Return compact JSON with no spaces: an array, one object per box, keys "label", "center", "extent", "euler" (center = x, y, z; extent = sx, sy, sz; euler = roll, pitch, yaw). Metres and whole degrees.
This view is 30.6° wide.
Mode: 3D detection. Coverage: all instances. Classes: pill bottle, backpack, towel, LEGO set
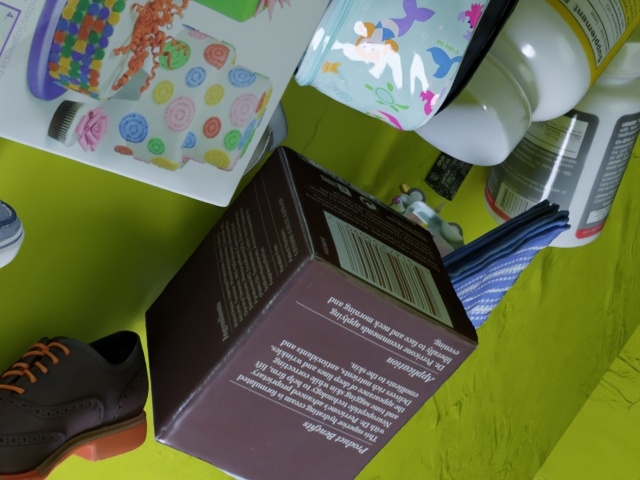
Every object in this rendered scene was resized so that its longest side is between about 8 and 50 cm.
[{"label":"pill bottle","center":[0.212,-0.239,1.122],"extent":[0.334,0.188,0.188],"euler":[-51,154,-17]},{"label":"pill bottle","center":[0.310,-0.147,1.433],"extent":[0.161,0.161,0.283],"euler":[-31,143,-45]},{"label":"backpack","center":[0.059,-0.210,0.805],"extent":[0.225,0.191,0.253],"euler":[-107,-143,-75]},{"label":"towel","center":[0.116,0.107,1.223],"extent":[0.243,0.040,0.336],"euler":[-25,154,-44]},{"label":"LEGO set","center":[0.054,0.042,1.232],"extent":[0.107,0.132,0.287],"euler":[-34,159,-22]}]

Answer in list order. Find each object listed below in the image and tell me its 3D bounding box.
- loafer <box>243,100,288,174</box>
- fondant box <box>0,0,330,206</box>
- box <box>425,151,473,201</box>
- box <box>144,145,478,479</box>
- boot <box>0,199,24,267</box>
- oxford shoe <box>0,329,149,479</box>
[{"label":"loafer","center":[-0.086,-0.109,0.824],"extent":[0.087,0.094,0.251],"euler":[-57,155,-15]},{"label":"fondant box","center":[-0.131,-0.174,0.580],"extent":[0.330,0.096,0.238],"euler":[18,102,-48]},{"label":"box","center":[0.161,-0.093,1.384],"extent":[0.083,0.018,0.067],"euler":[-60,155,0]},{"label":"box","center":[-0.015,0.070,0.939],"extent":[0.168,0.167,0.203],"euler":[29,113,-28]},{"label":"boot","center":[-0.235,-0.030,0.663],"extent":[0.190,0.069,0.086],"euler":[-5,124,-58]},{"label":"oxford shoe","center":[-0.220,0.118,0.855],"extent":[0.271,0.097,0.098],"euler":[-7,106,-67]}]
